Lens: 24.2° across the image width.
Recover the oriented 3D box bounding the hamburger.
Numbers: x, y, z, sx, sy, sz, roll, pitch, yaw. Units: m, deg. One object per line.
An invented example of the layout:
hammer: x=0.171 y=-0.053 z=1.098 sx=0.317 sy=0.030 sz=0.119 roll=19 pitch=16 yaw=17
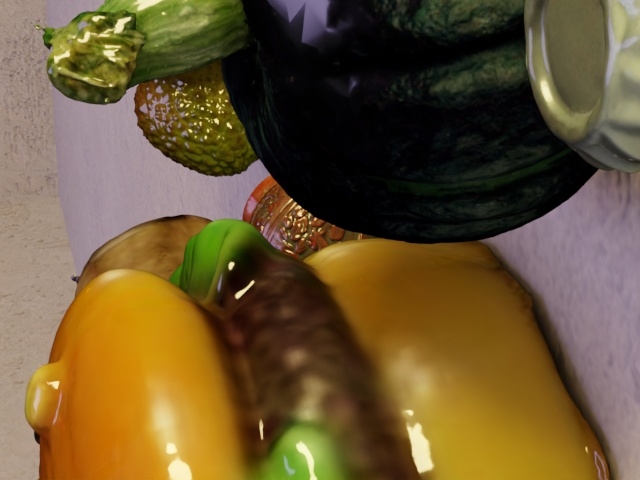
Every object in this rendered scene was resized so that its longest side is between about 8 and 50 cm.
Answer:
hamburger: x=-0.027 y=0.179 z=0.836 sx=0.396 sy=0.277 sz=0.396 roll=172 pitch=90 yaw=-75

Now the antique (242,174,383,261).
antique: x=0.000 y=0.000 z=0.990 sx=0.104 sy=0.104 sz=0.104 roll=172 pitch=90 yaw=-76

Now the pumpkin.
pumpkin: x=0.005 y=-0.110 z=0.603 sx=0.248 sy=0.248 sz=0.248 roll=172 pitch=90 yaw=-76

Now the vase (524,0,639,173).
vase: x=0.125 y=-0.055 z=0.357 sx=0.081 sy=0.148 sz=0.081 roll=172 pitch=90 yaw=-77

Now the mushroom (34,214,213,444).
mushroom: x=-0.073 y=0.213 z=1.260 sx=0.397 sy=0.224 sz=0.314 roll=59 pitch=140 yaw=41

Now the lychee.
lychee: x=-0.106 y=-0.118 z=1.313 sx=0.146 sy=0.114 sz=0.114 roll=52 pitch=154 yaw=23
